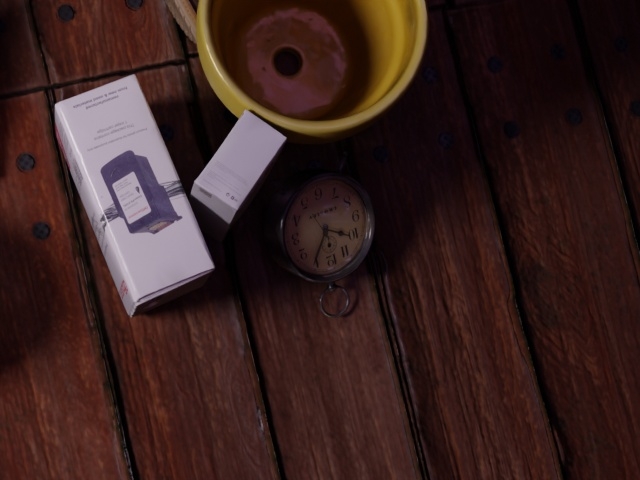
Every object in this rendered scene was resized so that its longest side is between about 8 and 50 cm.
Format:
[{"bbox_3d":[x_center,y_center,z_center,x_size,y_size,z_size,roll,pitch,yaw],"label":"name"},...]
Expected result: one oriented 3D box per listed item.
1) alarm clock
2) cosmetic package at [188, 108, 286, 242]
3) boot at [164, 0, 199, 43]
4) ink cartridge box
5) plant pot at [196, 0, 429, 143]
[{"bbox_3d":[0.000,0.000,1.930,0.129,0.064,0.192,-20,106,-27],"label":"alarm clock"},{"bbox_3d":[-0.098,-0.067,1.844,0.060,0.239,0.099,32,79,-2],"label":"cosmetic package"},{"bbox_3d":[-0.108,-0.375,1.962,0.206,0.090,0.248,-20,82,-9],"label":"boot"},{"bbox_3d":[-0.212,-0.045,1.858,0.100,0.172,0.237,-22,86,-11],"label":"ink cartridge box"},{"bbox_3d":[-0.022,-0.224,1.878,0.254,0.239,0.254,1,82,-9],"label":"plant pot"}]
